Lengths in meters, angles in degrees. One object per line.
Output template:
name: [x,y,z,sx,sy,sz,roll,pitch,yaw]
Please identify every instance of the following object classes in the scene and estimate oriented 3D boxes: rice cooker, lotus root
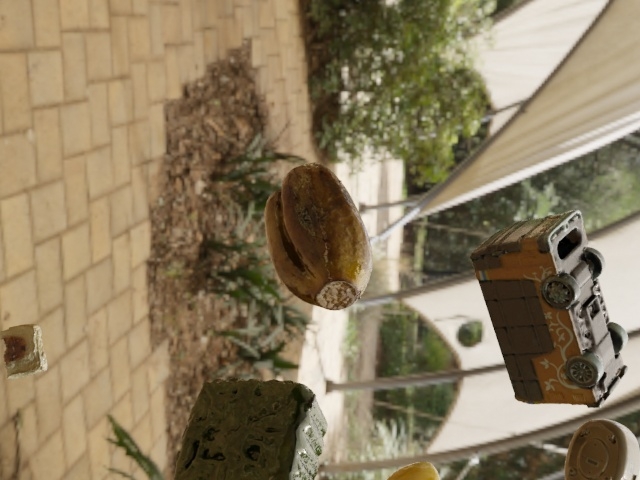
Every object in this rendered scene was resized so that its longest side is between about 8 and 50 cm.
rice cooker: [0.592,0.478,1.822,0.127,0.145,0.206,41,62,-44]
lotus root: [-0.009,0.001,1.545,0.193,0.193,0.290,79,-11,-53]

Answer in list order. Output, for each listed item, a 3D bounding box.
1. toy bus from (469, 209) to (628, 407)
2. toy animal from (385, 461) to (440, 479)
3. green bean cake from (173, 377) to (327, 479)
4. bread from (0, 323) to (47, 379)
toy bus: [0.348,0.104,1.317,0.138,0.167,0.275,-32,107,-46]
toy animal: [0.211,0.686,1.886,0.278,0.247,0.344,-12,114,-43]
green bean cake: [-0.129,0.392,1.609,0.156,0.247,0.249,67,31,-46]
bread: [-0.475,0.177,1.386,0.035,0.070,0.083,26,54,-72]
